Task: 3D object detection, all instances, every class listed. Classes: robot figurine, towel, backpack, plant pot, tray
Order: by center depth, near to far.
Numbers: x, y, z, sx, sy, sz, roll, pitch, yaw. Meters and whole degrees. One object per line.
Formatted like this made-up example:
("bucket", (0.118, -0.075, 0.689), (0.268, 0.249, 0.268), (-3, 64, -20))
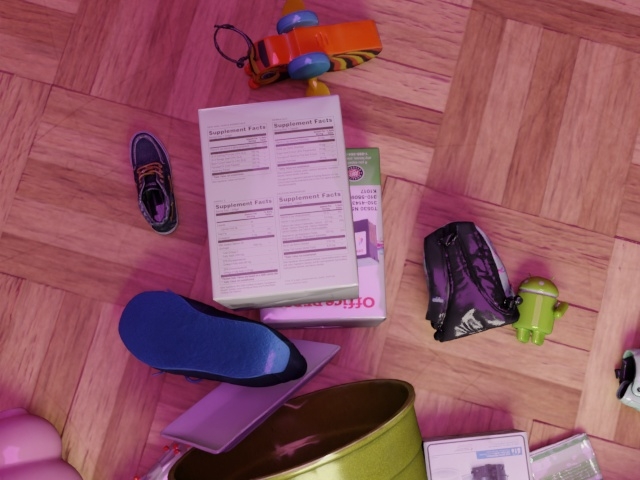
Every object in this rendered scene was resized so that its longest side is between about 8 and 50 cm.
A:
("plant pot", (0.014, 0.431, 1.213), (0.366, 0.366, 0.353), (-19, 93, -4))
("tray", (-0.098, 0.233, 1.281), (0.270, 0.145, 0.030), (-36, 116, -38))
("backpack", (0.229, 0.060, 1.369), (0.151, 0.115, 0.182), (-17, 80, 7))
("towel", (0.401, 0.397, 1.370), (0.113, 0.023, 0.152), (-20, 84, -2))
("robot figurine", (0.350, 0.111, 1.390), (0.101, 0.067, 0.115), (8, 80, 32))

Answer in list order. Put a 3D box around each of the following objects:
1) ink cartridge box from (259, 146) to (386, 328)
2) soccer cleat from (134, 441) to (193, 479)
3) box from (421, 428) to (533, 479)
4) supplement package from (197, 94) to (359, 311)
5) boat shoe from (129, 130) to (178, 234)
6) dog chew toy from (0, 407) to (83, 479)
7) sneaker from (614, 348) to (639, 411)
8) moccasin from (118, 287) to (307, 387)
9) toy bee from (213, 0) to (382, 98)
("ink cartridge box", (0.000, 0.000, 1.377), (0.201, 0.117, 0.278), (-2, 81, -1))
("soccer cleat", (-0.226, 0.365, 1.346), (0.196, 0.068, 0.076), (-42, 114, -15))
("box", (0.252, 0.447, 1.322), (0.169, 0.087, 0.290), (-4, 81, -2))
("supplement package", (-0.054, -0.044, 1.223), (0.198, 0.199, 0.263), (-6, 81, 1))
("boat shoe", (-0.276, -0.104, 1.407), (0.065, 0.083, 0.183), (-17, 81, -4))
("dog chew toy", (-0.433, 0.415, 1.266), (0.206, 0.206, 0.332), (-15, 74, -3))
("sneaker", (0.541, 0.291, 1.349), (0.151, 0.094, 0.256), (2, 71, -7))
("moccasin", (-0.172, 0.169, 1.306), (0.342, 0.117, 0.138), (16, 79, 38))
("toy bee", (-0.057, -0.318, 1.431), (0.298, 0.162, 0.195), (13, 71, -24))
